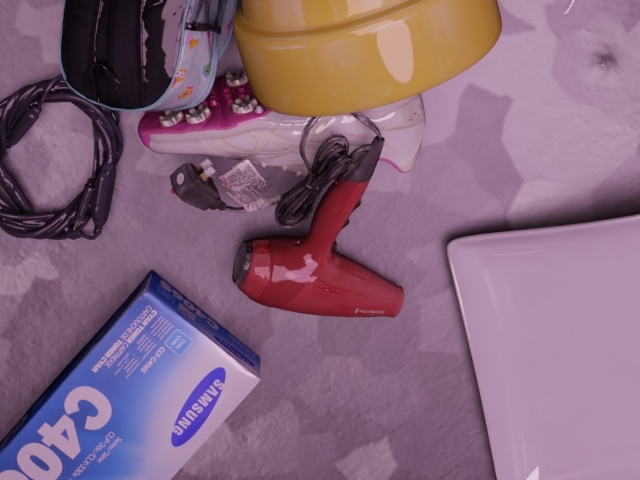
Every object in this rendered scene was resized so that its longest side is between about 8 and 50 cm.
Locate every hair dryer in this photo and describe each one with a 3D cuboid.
[{"bbox_3d":[0.000,0.000,1.348,0.223,0.080,0.293,-17,136,23],"label":"hair dryer"}]

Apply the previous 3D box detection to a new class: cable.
[{"bbox_3d":[-0.291,-0.092,1.380,0.150,0.047,0.185,11,106,0],"label":"cable"}]

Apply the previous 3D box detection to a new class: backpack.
[{"bbox_3d":[-0.171,-0.220,1.283,0.165,0.144,0.188,15,96,23],"label":"backpack"}]

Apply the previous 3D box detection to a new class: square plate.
[{"bbox_3d":[0.341,0.131,1.413,0.347,0.049,0.344,-9,105,19],"label":"square plate"}]

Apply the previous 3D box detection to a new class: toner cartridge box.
[{"bbox_3d":[-0.240,0.218,1.438,0.165,0.075,0.348,40,99,-12],"label":"toner cartridge box"}]

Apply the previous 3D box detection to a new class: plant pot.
[{"bbox_3d":[0.022,-0.278,1.213,0.254,0.254,0.239,-17,116,2],"label":"plant pot"}]

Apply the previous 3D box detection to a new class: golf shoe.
[{"bbox_3d":[-0.036,-0.110,1.350,0.306,0.115,0.140,-7,125,9],"label":"golf shoe"}]
